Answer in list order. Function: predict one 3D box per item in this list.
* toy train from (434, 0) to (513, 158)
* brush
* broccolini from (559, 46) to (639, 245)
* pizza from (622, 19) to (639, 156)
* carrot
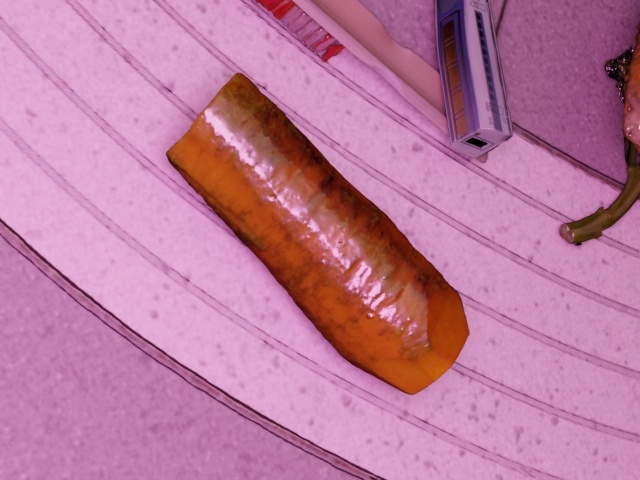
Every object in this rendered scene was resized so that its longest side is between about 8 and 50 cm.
[{"bbox_3d":[0.136,-0.202,1.245,0.048,0.055,0.251,13,59,-34],"label":"toy train"},{"bbox_3d":[0.042,-0.173,1.197,0.321,0.050,0.060,36,43,-29],"label":"brush"},{"bbox_3d":[0.312,-0.105,1.350,0.123,0.062,0.271,44,59,-8],"label":"broccolini"},{"bbox_3d":[0.437,-0.158,1.377,0.392,0.080,0.434,7,69,-45],"label":"pizza"},{"bbox_3d":[0.000,0.000,1.085,0.302,0.114,0.114,47,57,-9],"label":"carrot"}]
